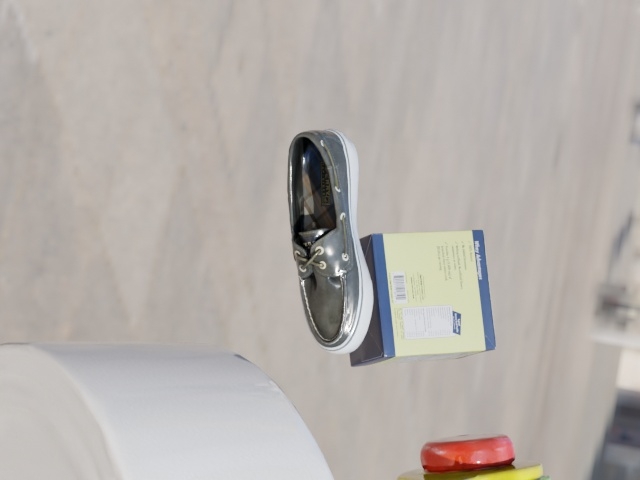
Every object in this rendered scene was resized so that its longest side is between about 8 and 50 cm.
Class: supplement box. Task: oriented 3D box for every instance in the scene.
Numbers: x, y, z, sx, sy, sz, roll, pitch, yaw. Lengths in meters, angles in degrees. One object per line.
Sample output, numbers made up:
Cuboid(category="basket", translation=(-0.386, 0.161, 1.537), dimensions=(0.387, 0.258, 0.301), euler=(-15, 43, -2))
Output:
Cuboid(category="supplement box", translation=(0.064, 0.038, 1.256), dimensions=(0.056, 0.083, 0.083), euler=(157, -71, -64))

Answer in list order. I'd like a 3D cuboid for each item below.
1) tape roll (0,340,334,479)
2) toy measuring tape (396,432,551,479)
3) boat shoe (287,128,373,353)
Cuboid(category="tape roll", translation=(-0.094, 0.186, 0.832), dimensions=(0.286, 0.100, 0.286), euler=(-8, -100, 56))
Cuboid(category="toy measuring tape", translation=(0.130, 0.193, 1.309), dimensions=(0.330, 0.121, 0.121), euler=(168, -66, -74))
Cuboid(category="boat shoe", translation=(0.000, 0.000, 1.173), dimensions=(0.040, 0.049, 0.142), euler=(6, 78, -56))
